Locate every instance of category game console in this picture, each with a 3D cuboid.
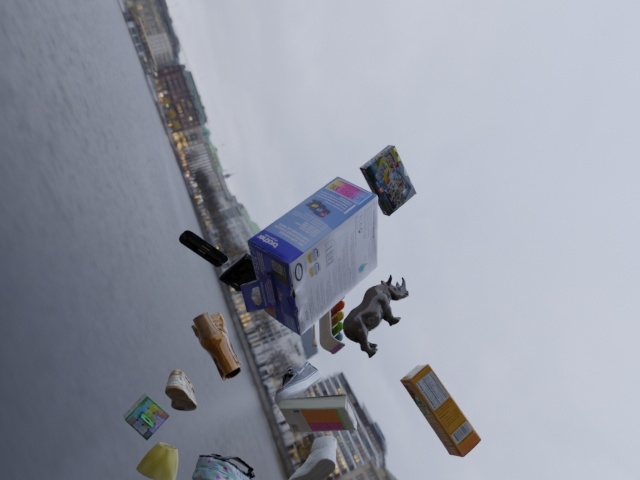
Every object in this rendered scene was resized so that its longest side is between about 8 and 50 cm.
[{"bbox_3d":[-0.382,0.072,1.874,0.361,0.044,0.213,37,-44,-19],"label":"game console"}]

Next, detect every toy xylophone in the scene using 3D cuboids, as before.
[{"bbox_3d":[0.040,0.385,2.308,0.236,0.081,0.322,-43,-143,53],"label":"toy xylophone"}]

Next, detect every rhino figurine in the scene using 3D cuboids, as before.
[{"bbox_3d":[0.145,0.169,1.182,0.106,0.243,0.073,41,-32,4],"label":"rhino figurine"}]

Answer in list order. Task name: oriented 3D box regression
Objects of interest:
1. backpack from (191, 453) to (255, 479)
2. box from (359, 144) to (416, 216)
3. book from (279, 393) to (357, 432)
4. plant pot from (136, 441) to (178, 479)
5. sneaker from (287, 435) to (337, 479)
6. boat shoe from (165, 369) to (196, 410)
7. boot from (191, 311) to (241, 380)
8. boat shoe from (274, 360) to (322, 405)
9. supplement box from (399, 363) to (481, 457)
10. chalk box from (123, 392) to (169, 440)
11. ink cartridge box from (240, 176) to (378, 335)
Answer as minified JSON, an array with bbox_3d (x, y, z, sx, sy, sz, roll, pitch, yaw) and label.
[{"bbox_3d":[-0.280,0.667,1.342,0.182,0.152,0.115,70,20,-48],"label":"backpack"},{"bbox_3d":[0.269,-0.235,1.896,0.044,0.159,0.233,27,-28,59],"label":"box"},{"bbox_3d":[-0.004,0.372,1.017,0.035,0.144,0.096,-78,155,-52],"label":"book"},{"bbox_3d":[-0.531,0.735,1.608,0.134,0.134,0.095,116,-5,-73],"label":"plant pot"},{"bbox_3d":[-0.031,0.959,2.056,0.108,0.292,0.169,42,21,-9],"label":"sneaker"},{"bbox_3d":[-0.326,0.357,1.141,0.170,0.063,0.059,98,-8,-53],"label":"boat shoe"},{"bbox_3d":[-0.324,0.340,1.529,0.211,0.104,0.295,61,-11,7],"label":"boot"},{"bbox_3d":[-0.095,0.507,1.745,0.102,0.108,0.301,49,21,15],"label":"boat shoe"},{"bbox_3d":[0.311,0.441,1.257,0.233,0.080,0.078,57,-22,8],"label":"supplement box"},{"bbox_3d":[-0.742,0.750,2.053,0.132,0.132,0.213,48,-27,-9],"label":"chalk box"},{"bbox_3d":[-0.024,0.053,1.244,0.151,0.395,0.270,27,-40,32],"label":"ink cartridge box"}]
